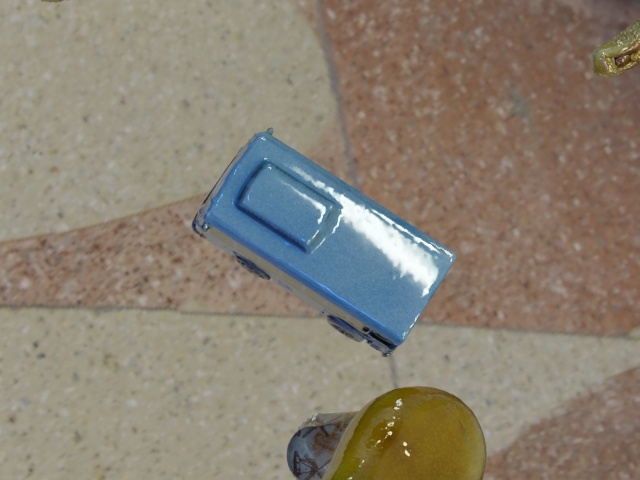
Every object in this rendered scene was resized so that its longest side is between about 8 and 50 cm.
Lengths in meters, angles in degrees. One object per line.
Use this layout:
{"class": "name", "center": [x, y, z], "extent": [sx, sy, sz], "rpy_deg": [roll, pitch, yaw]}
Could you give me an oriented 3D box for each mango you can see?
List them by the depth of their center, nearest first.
{"class": "mango", "center": [0.064, 0.201, 1.036], "extent": [0.227, 0.099, 0.136], "rpy_deg": [-29, 98, -57]}

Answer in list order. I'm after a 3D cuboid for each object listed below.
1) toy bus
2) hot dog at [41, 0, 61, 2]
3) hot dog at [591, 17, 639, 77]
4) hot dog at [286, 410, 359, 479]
{"class": "toy bus", "center": [0.000, 0.000, 1.183], "extent": [0.234, 0.133, 0.116], "rpy_deg": [33, 80, 1]}
{"class": "hot dog", "center": [-0.290, -0.365, 1.677], "extent": [0.068, 0.289, 0.083], "rpy_deg": [-17, 106, -62]}
{"class": "hot dog", "center": [0.297, -0.184, 1.198], "extent": [0.090, 0.034, 0.030], "rpy_deg": [-34, 122, -26]}
{"class": "hot dog", "center": [0.064, 0.296, 1.736], "extent": [0.069, 0.253, 0.131], "rpy_deg": [21, 70, -62]}
